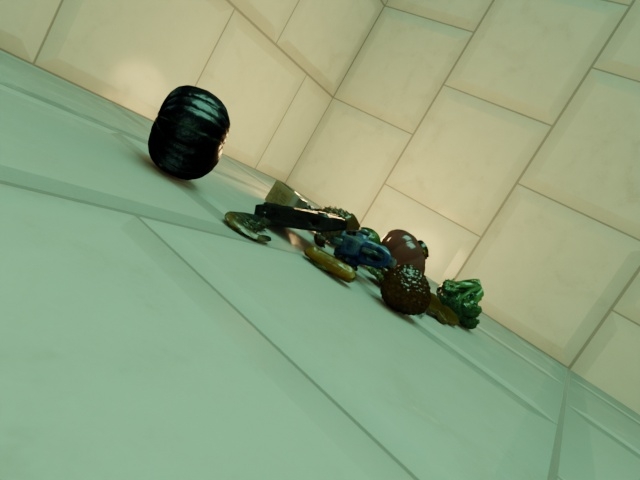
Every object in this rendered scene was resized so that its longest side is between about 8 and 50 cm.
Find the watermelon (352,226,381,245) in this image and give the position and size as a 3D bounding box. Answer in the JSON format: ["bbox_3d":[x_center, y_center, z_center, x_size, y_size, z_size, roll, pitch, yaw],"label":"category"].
[{"bbox_3d":[0.213,0.031,2.270,0.187,0.215,0.188,14,51,-18],"label":"watermelon"}]

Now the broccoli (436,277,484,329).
[{"bbox_3d":[0.719,0.300,2.252,0.265,0.245,0.295,47,22,-35],"label":"broccoli"}]

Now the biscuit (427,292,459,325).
[{"bbox_3d":[0.524,0.307,2.036,0.301,0.049,0.197,32,26,-23],"label":"biscuit"}]

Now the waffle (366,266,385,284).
[{"bbox_3d":[0.311,0.195,2.012,0.223,0.054,0.204,38,0,43],"label":"waffle"}]

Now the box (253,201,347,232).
[{"bbox_3d":[-0.080,-0.095,1.912,0.358,0.091,0.350,11,5,14],"label":"box"}]

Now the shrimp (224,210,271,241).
[{"bbox_3d":[-0.221,-0.042,1.571,0.169,0.058,0.296,41,15,19],"label":"shrimp"}]

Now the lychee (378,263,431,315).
[{"bbox_3d":[0.314,0.177,1.670,0.238,0.200,0.200,44,10,10],"label":"lychee"}]

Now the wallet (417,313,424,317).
[{"bbox_3d":[0.410,0.297,1.861,0.061,0.025,0.122,26,6,18],"label":"wallet"}]

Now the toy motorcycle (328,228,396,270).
[{"bbox_3d":[0.196,0.034,1.948,0.240,0.182,0.319,-12,22,-38],"label":"toy motorcycle"}]

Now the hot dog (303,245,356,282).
[{"bbox_3d":[0.030,0.087,1.633,0.235,0.062,0.092,29,-10,27],"label":"hot dog"}]

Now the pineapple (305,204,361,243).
[{"bbox_3d":[0.021,-0.115,2.376,0.361,0.202,0.202,30,7,28],"label":"pineapple"}]

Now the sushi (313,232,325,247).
[{"bbox_3d":[0.000,0.000,2.116,0.055,0.052,0.120,13,10,-14],"label":"sushi"}]

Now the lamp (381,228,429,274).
[{"bbox_3d":[0.438,0.084,2.306,0.239,0.306,0.305,-18,23,-12],"label":"lamp"}]

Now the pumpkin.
[{"bbox_3d":[-0.509,-0.417,1.720,0.266,0.364,0.363,19,12,-26],"label":"pumpkin"}]

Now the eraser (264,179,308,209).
[{"bbox_3d":[-0.191,-0.217,2.426,0.078,0.144,0.343,27,9,-34],"label":"eraser"}]
